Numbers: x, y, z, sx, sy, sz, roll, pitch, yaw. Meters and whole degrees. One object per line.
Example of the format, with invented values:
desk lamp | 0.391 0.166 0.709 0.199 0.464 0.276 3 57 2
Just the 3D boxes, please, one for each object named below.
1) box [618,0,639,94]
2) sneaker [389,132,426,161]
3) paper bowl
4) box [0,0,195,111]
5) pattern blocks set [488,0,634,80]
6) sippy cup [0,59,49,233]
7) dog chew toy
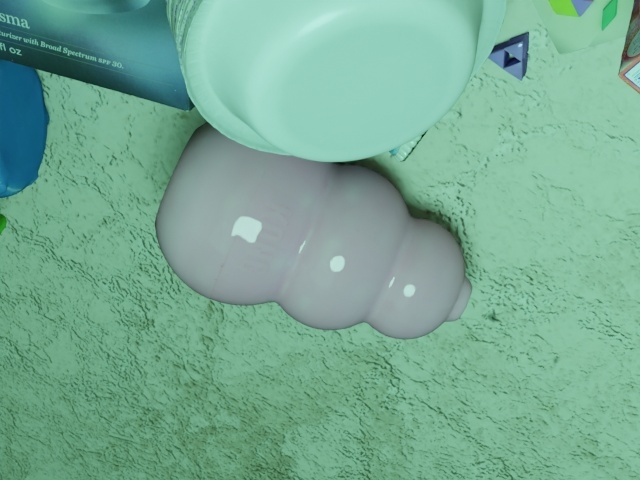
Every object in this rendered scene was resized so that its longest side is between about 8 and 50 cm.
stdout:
box | 0.408 -0.129 1.060 0.300 0.142 0.154 35 135 -12
sneaker | 0.089 -0.147 1.291 0.073 0.063 0.162 35 134 2
paper bowl | 0.019 -0.179 1.113 0.284 0.148 0.284 -11 143 -8
box | -0.220 -0.316 1.231 0.296 0.182 0.294 16 131 15
pattern blocks set | 0.255 -0.248 1.143 0.285 0.026 0.325 46 133 -13
sippy cup | -0.440 -0.134 1.484 0.224 0.240 0.305 1 166 14
dog chew toy | 0.000 0.000 1.373 0.332 0.206 0.206 24 135 -2
